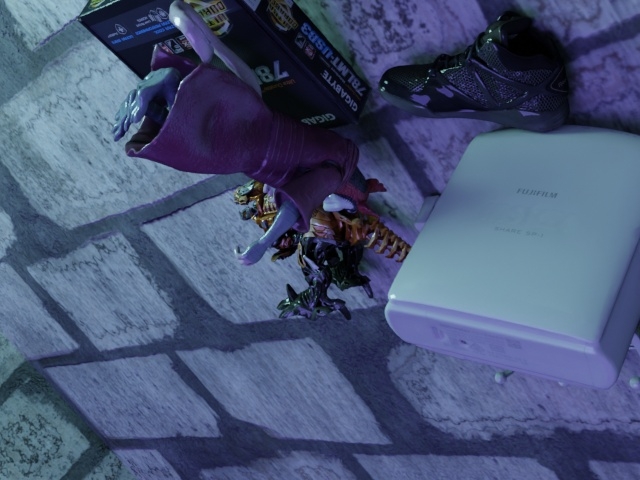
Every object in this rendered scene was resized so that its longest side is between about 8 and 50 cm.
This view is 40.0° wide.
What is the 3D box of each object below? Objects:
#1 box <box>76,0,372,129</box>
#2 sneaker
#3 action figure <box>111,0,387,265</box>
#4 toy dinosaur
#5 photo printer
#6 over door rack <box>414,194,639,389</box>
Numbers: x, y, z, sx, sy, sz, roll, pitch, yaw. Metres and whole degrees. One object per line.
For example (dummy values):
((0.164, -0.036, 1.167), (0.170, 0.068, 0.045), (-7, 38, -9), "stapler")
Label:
((-0.130, -0.248, 1.178), (0.295, 0.073, 0.293), (-2, 143, 44), "box")
((0.171, -0.204, 1.011), (0.227, 0.087, 0.130), (12, 135, 28), "sneaker")
((-0.068, -0.133, 1.135), (0.370, 0.248, 0.276), (17, 116, -20), "action figure")
((0.000, 0.000, 1.341), (0.322, 0.164, 0.219), (32, 133, 48), "toy dinosaur")
((0.244, -0.005, 0.964), (0.256, 0.308, 0.107), (11, 145, 35), "photo printer")
((0.281, 0.082, 1.199), (0.239, 0.108, 0.324), (-5, 125, 44), "over door rack")
